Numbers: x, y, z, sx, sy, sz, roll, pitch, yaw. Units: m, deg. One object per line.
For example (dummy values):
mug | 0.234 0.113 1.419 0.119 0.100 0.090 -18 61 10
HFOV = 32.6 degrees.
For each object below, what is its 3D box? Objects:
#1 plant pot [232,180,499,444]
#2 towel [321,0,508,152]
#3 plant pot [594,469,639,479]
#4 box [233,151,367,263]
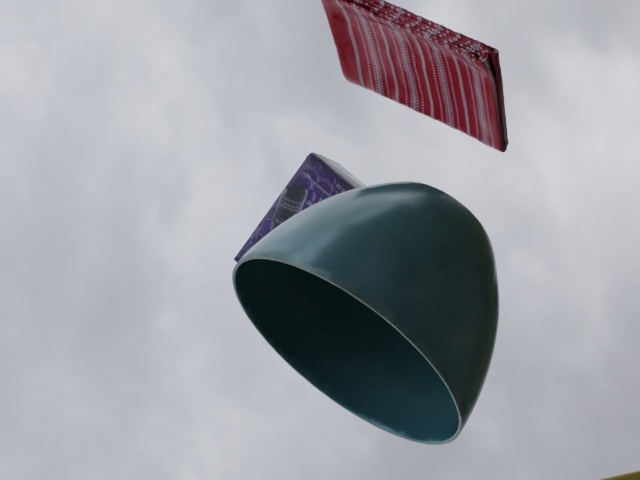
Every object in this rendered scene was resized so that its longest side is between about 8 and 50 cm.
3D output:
plant pot | 0.079 0.051 1.179 0.195 0.290 0.290 -50 -59 -24
towel | 0.124 -0.229 1.453 0.031 0.274 0.199 -50 -30 -18
plant pot | 0.232 0.195 0.746 0.081 0.083 0.082 45 -156 -65
box | 0.000 0.000 1.627 0.207 0.153 0.108 -54 -25 10
